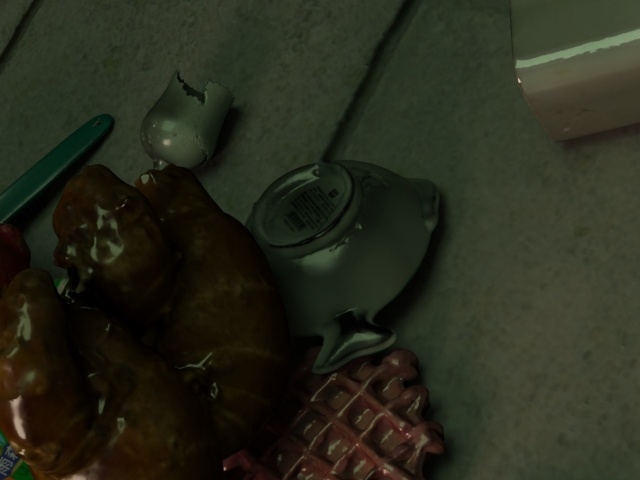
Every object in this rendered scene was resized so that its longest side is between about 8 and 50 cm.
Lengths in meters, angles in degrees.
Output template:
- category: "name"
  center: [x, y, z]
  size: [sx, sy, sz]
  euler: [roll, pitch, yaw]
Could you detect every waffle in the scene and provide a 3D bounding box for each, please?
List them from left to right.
- category: "waffle"
  center: [-0.001, 0.190, 1.412]
  size: [0.234, 0.055, 0.221]
  euler: [-12, 57, 24]

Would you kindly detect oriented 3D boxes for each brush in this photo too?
- category: "brush"
  center: [-0.293, -0.065, 1.755]
  size: [0.193, 0.032, 0.043]
  euler: [-42, 45, -13]

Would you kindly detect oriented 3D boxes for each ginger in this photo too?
- category: "ginger"
  center: [-0.151, 0.088, 1.355]
  size: [0.152, 0.274, 0.357]
  euler: [-19, 33, 42]

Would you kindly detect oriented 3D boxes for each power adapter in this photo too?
- category: "power adapter"
  center: [0.281, -0.179, 1.417]
  size: [0.205, 0.125, 0.130]
  euler: [-11, 57, 23]

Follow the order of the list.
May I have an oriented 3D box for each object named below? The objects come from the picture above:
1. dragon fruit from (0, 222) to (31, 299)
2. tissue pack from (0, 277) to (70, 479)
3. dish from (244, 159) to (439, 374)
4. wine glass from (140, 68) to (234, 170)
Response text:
- category: "dragon fruit"
  center: [-0.369, 0.062, 1.619]
  size: [0.268, 0.210, 0.205]
  euler: [40, 127, 42]
- category: "tissue pack"
  center: [-0.234, 0.159, 1.518]
  size: [0.209, 0.148, 0.156]
  euler: [-63, 16, -13]
- category: "dish"
  center: [0.000, 0.000, 1.480]
  size: [0.224, 0.078, 0.246]
  euler: [-24, 42, 10]
- category: "wine glass"
  center: [-0.158, -0.076, 1.646]
  size: [0.079, 0.079, 0.195]
  euler: [15, 73, 36]
